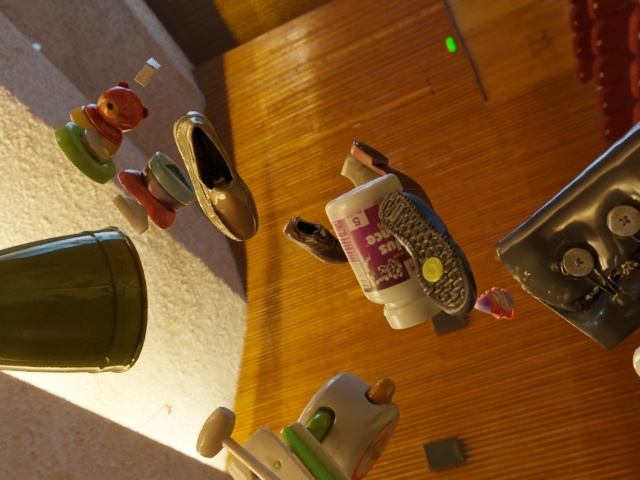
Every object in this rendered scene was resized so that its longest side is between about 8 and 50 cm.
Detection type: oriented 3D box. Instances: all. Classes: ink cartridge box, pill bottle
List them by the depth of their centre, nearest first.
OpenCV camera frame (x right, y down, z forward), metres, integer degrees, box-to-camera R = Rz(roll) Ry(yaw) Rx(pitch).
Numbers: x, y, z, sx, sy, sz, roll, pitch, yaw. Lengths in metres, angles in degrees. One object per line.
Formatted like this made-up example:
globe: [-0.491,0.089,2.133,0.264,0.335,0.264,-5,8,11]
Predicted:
pill bottle: [0.144,0.026,1.267,0.301,0.169,0.169,64,-165,-6]
ink cartridge box: [-0.383,-0.377,1.341,0.028,0.048,0.083,36,-163,-20]

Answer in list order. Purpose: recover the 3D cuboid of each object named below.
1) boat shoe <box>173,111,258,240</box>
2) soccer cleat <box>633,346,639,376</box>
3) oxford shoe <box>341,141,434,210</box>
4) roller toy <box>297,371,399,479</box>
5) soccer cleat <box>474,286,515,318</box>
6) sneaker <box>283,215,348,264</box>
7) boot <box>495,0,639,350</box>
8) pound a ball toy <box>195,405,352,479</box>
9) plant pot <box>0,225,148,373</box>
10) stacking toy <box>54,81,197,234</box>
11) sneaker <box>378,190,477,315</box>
boat shoe: [-0.130,-0.071,0.773,0.190,0.068,0.072,62,169,-30]
soccer cleat: [0.735,0.300,1.167,0.331,0.143,0.115,33,129,57]
oxford shoe: [0.194,-0.147,1.767,0.123,0.130,0.348,2,-142,-46]
roller toy: [0.055,0.361,1.137,0.209,0.146,0.191,-39,-31,-35]
soccer cleat: [0.526,0.195,1.794,0.248,0.083,0.095,6,-123,-59]
sneaker: [0.000,0.000,1.495,0.189,0.071,0.066,24,-124,-13]
boot: [0.388,-0.120,0.769,0.146,0.445,0.367,-23,-115,-46]
pound a ball toy: [-0.051,0.408,0.922,0.319,0.135,0.208,42,-172,26]
plant pot: [-0.643,0.153,1.377,0.353,0.367,0.366,-3,-111,-43]
stacking toy: [-0.369,-0.170,1.212,0.309,0.130,0.279,50,-173,-15]
sneaker: [0.156,0.013,0.791,0.082,0.069,0.209,17,-148,-40]
